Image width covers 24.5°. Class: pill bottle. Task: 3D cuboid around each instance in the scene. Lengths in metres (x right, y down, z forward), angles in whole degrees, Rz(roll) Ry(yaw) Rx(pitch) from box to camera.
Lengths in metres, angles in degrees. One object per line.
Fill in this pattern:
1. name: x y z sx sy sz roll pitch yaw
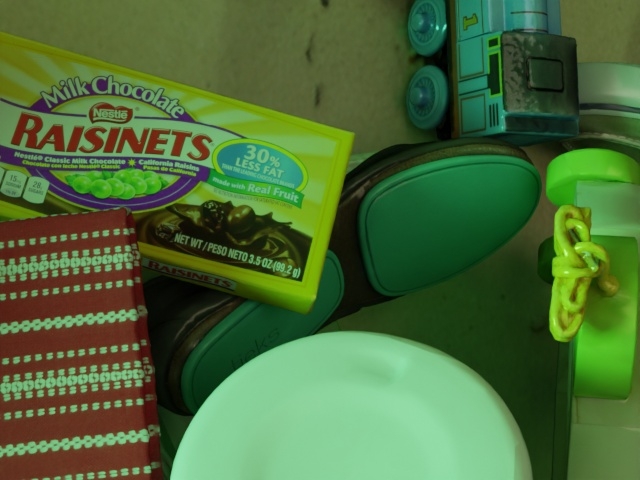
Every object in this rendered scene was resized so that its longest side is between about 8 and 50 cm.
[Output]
1. pill bottle: 0.024 0.186 0.740 0.160 0.160 0.283 -48 151 -27

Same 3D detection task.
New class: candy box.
1. candy box: -0.091 -0.037 0.777 0.206 0.027 0.105 15 62 -4

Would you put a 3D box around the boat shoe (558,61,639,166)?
1. boat shoe: 0.267 -0.047 1.033 0.302 0.109 0.094 16 79 -35

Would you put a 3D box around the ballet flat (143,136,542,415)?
1. ballet flat: 0.000 0.000 0.850 0.280 0.096 0.095 -27 130 -29

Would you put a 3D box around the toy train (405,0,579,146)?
1. toy train: 0.108 -0.141 0.933 0.080 0.105 0.184 1 85 -34

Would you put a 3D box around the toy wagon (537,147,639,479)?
1. toy wagon: 0.155 0.085 0.829 0.068 0.344 0.267 3 66 7

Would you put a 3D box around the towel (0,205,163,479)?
1. towel: -0.168 0.122 0.667 0.199 0.031 0.275 -8 65 -2

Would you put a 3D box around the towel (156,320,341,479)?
1. towel: -0.033 0.105 0.866 0.152 0.023 0.113 -33 105 -32
